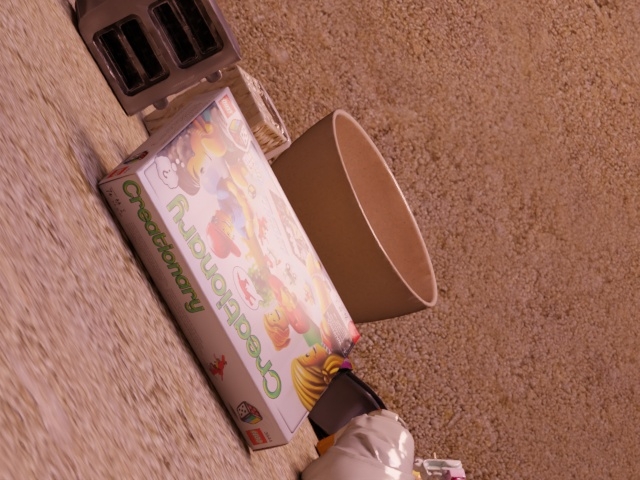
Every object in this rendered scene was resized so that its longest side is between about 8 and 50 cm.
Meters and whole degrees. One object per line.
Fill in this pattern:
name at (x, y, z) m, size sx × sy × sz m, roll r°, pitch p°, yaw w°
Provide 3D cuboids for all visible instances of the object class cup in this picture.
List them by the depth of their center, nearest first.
cup at (0.000, 0.000, 2.153) m, size 0.331 × 0.237 × 0.331 m, roll 57°, pitch 15°, yaw -25°

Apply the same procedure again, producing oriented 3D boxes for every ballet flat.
ballet flat at (0.057, 0.264, 1.686) m, size 0.139 × 0.139 × 0.400 m, roll 63°, pitch -1°, yaw 5°

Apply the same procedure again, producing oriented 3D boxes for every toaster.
toaster at (-0.205, -0.269, 1.771) m, size 0.185 × 0.168 × 0.110 m, roll 63°, pitch 2°, yaw -27°

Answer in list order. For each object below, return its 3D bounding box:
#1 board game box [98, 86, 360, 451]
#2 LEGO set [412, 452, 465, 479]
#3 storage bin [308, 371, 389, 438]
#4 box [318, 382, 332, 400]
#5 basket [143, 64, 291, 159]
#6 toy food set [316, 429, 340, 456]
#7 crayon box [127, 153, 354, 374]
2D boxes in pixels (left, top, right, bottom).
board game box at (-0.080, 0.026, 1.377) m, size 0.305 × 0.053 × 0.193 m, roll 62°, pitch 35°, yaw -18°
LEGO set at (0.145, 0.461, 2.172) m, size 0.107 × 0.132 × 0.287 m, roll -86°, pitch 178°, yaw -55°
storage bin at (0.045, 0.263, 2.096) m, size 0.098 × 0.091 × 0.135 m, roll 37°, pitch -11°, yaw 29°
box at (0.001, 0.222, 2.260) m, size 0.231 × 0.056 × 0.183 m, roll 62°, pitch 1°, yaw -17°
basket at (-0.144, -0.149, 1.929) m, size 0.113 × 0.167 × 0.103 m, roll 63°, pitch 8°, yaw 18°
toy food set at (0.079, 0.333, 2.030) m, size 0.232 × 0.104 × 0.111 m, roll 62°, pitch 2°, yaw -30°
crayon box at (-0.084, 0.039, 1.701) m, size 0.313 × 0.106 × 0.363 m, roll 62°, pitch 2°, yaw 8°
